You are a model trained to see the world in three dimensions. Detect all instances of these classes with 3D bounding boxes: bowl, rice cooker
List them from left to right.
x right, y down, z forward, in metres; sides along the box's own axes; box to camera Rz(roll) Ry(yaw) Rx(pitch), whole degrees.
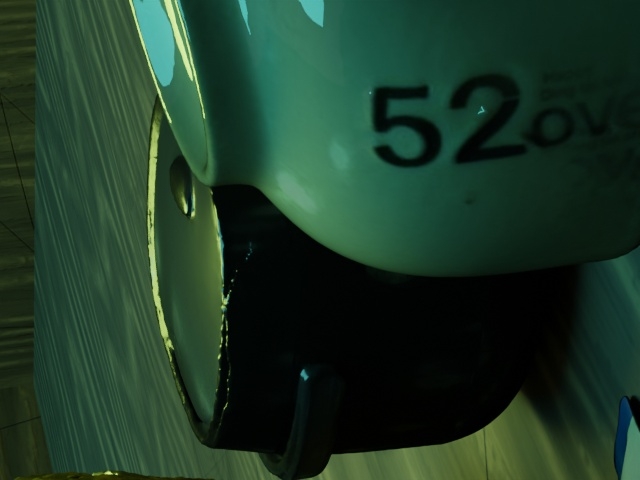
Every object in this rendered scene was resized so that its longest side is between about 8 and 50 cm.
[{"bbox_3d":[0.009,-0.133,0.920,0.354,0.185,0.353,163,90,-80],"label":"bowl"},{"bbox_3d":[0.015,0.008,1.218,0.267,0.224,0.267,173,90,-73],"label":"rice cooker"}]

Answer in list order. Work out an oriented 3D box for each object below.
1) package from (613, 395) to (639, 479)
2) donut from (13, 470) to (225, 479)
[{"bbox_3d":[0.174,0.196,1.052,0.173,0.027,0.171,-95,3,-63],"label":"package"},{"bbox_3d":[-0.012,0.225,1.181,0.435,0.378,0.163,75,-162,-80],"label":"donut"}]
